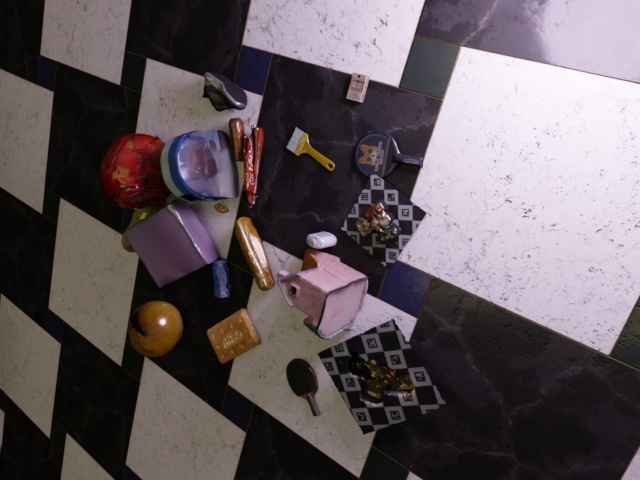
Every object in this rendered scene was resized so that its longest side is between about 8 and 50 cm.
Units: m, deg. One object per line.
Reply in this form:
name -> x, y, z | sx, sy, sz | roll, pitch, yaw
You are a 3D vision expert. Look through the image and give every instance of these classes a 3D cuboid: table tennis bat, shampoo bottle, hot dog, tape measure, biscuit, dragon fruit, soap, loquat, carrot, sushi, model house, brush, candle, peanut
table tennis bat -> 0.207, -0.258, 1.547 | 0.236, 0.027, 0.150 | 17, 107, 32
shampoo bottle -> 0.000, 0.000, 1.672 | 0.072, 0.099, 0.043 | 21, 108, 29
hot dog -> -0.246, 0.051, 1.858 | 0.068, 0.083, 0.288 | -29, 81, 52
tape measure -> -0.453, -0.267, 1.845 | 0.138, 0.262, 0.259 | -7, 92, 44
biscuit -> -0.352, 0.384, 1.999 | 0.250, 0.030, 0.160 | -32, 80, 32
dragon fruit -> -0.713, -0.274, 1.990 | 0.296, 0.296, 0.301 | -21, 52, 33
soap -> -0.597, 0.012, 1.999 | 0.296, 0.107, 0.285 | -23, 103, 26
loquat -> -0.691, 0.367, 2.101 | 0.235, 0.235, 0.235 | 5, 100, 32
table tennis bat -> -0.057, 0.540, 1.838 | 0.130, 0.019, 0.220 | -30, 79, 34
carrot -> -0.307, -0.371, 1.847 | 0.055, 0.055, 0.161 | 3, 102, 33
sushi -> 0.180, -0.056, 1.568 | 0.220, 0.047, 0.231 | 41, 120, 21
model house -> -0.015, 0.172, 1.635 | 0.237, 0.237, 0.202 | 30, 119, 31
brush -> -0.027, -0.298, 1.700 | 0.205, 0.011, 0.083 | 39, 115, 22
candle -> -0.246, -0.266, 1.819 | 0.084, 0.059, 0.301 | 12, 104, 41
peanut -> -0.751, -0.061, 2.141 | 0.274, 0.125, 0.111 | -53, 48, 20
sushi -> 0.198, 0.436, 1.638 | 0.339, 0.069, 0.320 | -34, 87, 32

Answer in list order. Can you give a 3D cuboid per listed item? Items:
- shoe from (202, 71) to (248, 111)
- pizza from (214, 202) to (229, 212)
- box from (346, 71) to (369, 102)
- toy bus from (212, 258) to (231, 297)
shoe -> -0.355, -0.525, 1.835 | 0.227, 0.099, 0.112 | 47, 126, 23
pizza -> -0.385, -0.126, 1.955 | 0.083, 0.016, 0.037 | 14, 105, 35
box -> 0.118, -0.479, 1.570 | 0.053, 0.024, 0.083 | 23, 111, 28
toy bus -> -0.390, 0.150, 1.972 | 0.051, 0.061, 0.153 | 4, 101, 38
